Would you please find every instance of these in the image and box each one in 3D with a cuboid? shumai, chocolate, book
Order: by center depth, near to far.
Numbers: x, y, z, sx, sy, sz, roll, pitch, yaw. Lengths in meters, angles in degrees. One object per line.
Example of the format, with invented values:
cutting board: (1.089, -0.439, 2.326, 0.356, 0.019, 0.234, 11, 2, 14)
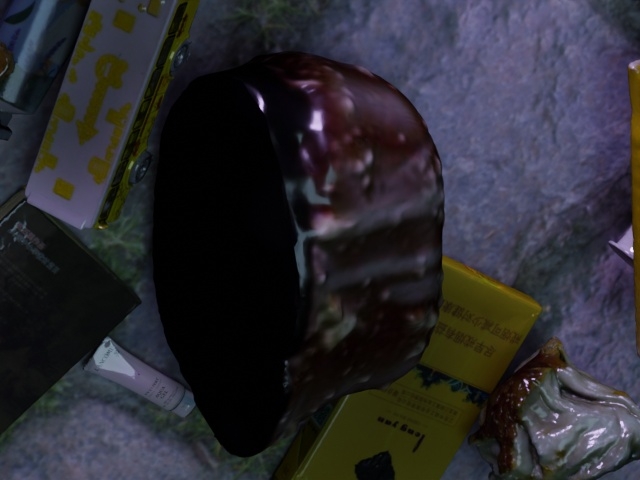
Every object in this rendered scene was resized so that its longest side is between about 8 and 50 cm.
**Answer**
chocolate: (0.000, 0.000, 1.536, 0.210, 0.225, 0.340, -13, 118, -32)
book: (-0.287, 0.082, 1.554, 0.228, 0.024, 0.160, -43, 123, 0)
shumai: (0.227, 0.172, 1.767, 0.184, 0.184, 0.142, -25, 90, -11)

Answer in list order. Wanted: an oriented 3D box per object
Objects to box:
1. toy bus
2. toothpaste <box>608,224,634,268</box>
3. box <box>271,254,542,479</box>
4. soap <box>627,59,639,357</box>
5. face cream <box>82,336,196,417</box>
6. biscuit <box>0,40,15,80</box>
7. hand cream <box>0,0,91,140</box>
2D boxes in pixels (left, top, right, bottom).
toy bus: (-0.165, -0.120, 1.461, 0.081, 0.074, 0.226, 28, 112, 9)
toothpaste: (0.408, -0.101, 1.753, 0.100, 0.066, 0.323, 41, 90, -22)
box: (0.085, 0.151, 1.736, 0.153, 0.041, 0.279, 24, 102, -32)
soap: (0.387, -0.031, 1.682, 0.199, 0.091, 0.314, -16, 115, -20)
face cream: (-0.162, 0.126, 1.631, 0.115, 0.020, 0.038, 34, 97, -29)
biscuit: (-0.360, -0.106, 1.408, 0.231, 0.025, 0.131, -42, 94, 1)
hand cream: (-0.207, -0.208, 1.444, 0.091, 0.058, 0.271, 27, 95, -37)
